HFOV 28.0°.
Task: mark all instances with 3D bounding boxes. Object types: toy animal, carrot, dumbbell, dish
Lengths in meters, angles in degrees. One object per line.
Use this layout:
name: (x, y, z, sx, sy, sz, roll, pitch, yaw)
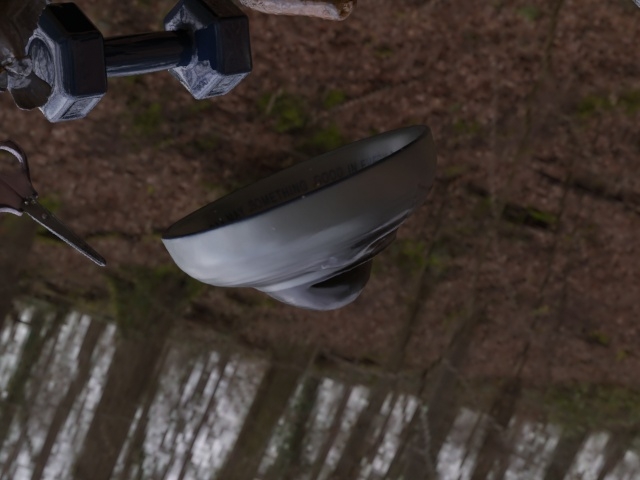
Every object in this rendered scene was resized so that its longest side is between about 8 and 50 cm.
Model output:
toy animal: (-0.361, -0.245, 1.427, 0.160, 0.272, 0.197, 63, -179, 19)
carrot: (-0.032, -0.302, 1.559, 0.186, 0.060, 0.060, 17, -172, 39)
dumbbell: (-0.250, -0.259, 1.768, 0.316, 0.144, 0.156, -15, -132, -38)
dish: (0.000, 0.000, 1.219, 0.273, 0.273, 0.134, -63, -50, -75)

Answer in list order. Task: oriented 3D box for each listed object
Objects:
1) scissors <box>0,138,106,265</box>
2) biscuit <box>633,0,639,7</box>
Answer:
scissors: (-0.306, -0.032, 1.383, 0.189, 0.015, 0.100, 38, -124, -8)
biscuit: (0.424, -0.335, 1.404, 0.055, 0.219, 0.061, 48, -147, 10)
